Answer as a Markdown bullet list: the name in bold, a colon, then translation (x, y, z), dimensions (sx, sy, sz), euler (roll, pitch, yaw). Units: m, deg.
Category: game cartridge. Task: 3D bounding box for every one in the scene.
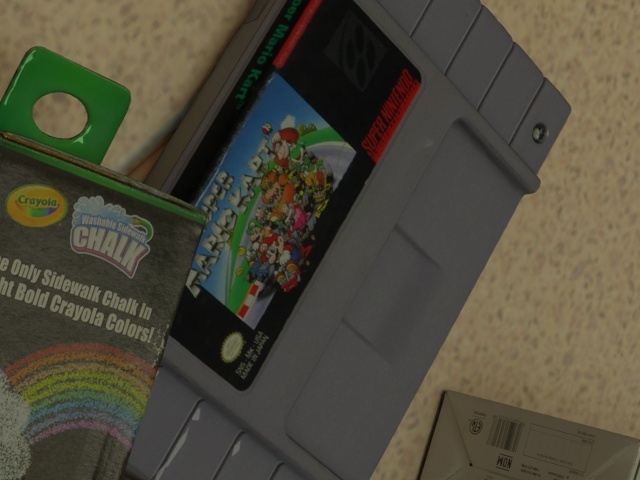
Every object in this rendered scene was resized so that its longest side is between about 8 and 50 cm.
- **game cartridge**: translation (0.000, 0.000, 1.113), dimensions (0.230, 0.068, 0.355), euler (45, 68, -42)

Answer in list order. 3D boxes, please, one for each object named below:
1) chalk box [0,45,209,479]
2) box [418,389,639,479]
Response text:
- **chalk box**: translation (-0.155, 0.016, 0.928), dimensions (0.132, 0.132, 0.213), euler (24, 81, -41)
- **box**: translation (0.220, 0.185, 1.267), dimensions (0.290, 0.169, 0.087), euler (21, 83, -43)
